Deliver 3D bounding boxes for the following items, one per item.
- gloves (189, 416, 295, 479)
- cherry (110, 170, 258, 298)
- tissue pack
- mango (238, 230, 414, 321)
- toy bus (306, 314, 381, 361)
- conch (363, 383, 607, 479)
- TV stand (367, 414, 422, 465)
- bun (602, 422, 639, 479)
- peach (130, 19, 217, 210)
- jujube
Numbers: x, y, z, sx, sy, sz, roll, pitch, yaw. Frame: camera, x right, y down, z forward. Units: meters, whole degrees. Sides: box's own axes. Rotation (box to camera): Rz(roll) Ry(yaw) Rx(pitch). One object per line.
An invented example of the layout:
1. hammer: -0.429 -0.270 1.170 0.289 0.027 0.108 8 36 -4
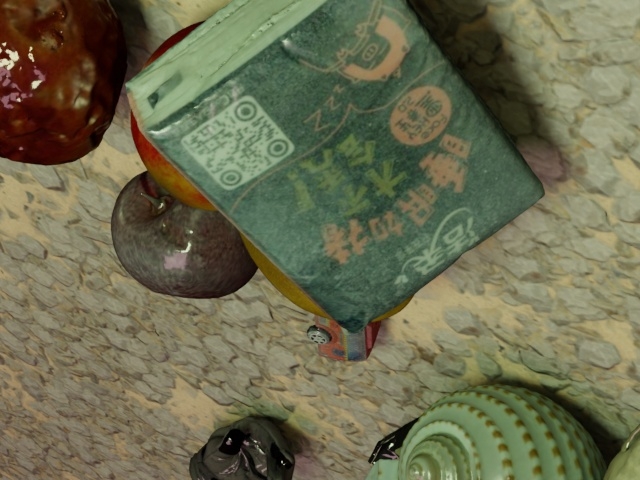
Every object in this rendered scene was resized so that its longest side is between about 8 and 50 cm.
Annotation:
1. gloves: -0.108 0.306 1.991 0.142 0.119 0.285 31 165 -22
2. cherry: -0.146 -0.003 1.554 0.176 0.140 0.176 24 161 9
3. tissue pack: 0.022 -0.079 1.179 0.228 0.103 0.315 -35 133 10
4. mango: 0.000 0.000 1.447 0.227 0.136 0.099 36 180 20
5. toy bus: 0.025 0.064 1.577 0.077 0.065 0.192 13 146 15
6. conch: 0.207 0.324 1.596 0.319 0.215 0.303 33 117 -18
7. TV stand: 0.131 0.243 1.765 0.042 0.036 0.249 36 148 -6
8. bun: 0.396 0.316 1.367 0.211 0.359 0.360 29 150 -12
9. peach: -0.077 -0.122 1.300 0.190 0.190 0.192 38 124 -12
10. jujube: -0.286 -0.170 1.396 0.197 0.197 0.290 33 163 -4
